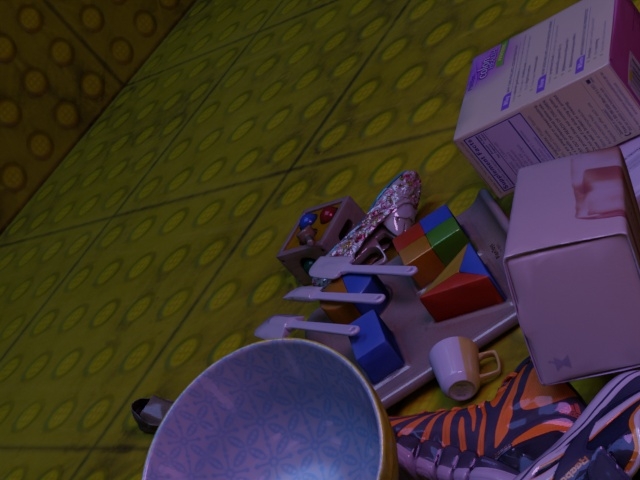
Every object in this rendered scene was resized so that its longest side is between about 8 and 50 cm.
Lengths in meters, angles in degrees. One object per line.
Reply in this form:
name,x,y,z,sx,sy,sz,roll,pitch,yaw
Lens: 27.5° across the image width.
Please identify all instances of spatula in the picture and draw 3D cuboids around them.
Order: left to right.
spatula,0.018,0.082,1.793,0.168,0.019,0.242,-44,24,-26

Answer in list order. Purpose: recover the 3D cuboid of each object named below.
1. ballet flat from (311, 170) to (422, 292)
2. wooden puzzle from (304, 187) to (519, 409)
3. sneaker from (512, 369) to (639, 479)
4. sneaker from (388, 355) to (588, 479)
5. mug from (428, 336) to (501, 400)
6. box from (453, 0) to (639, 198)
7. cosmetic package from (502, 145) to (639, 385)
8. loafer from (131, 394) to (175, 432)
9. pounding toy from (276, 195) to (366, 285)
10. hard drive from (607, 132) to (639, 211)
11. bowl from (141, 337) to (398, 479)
ballet flat,0.087,0.002,1.970,0.241,0.091,0.077,-49,54,-5
wooden puzzle,0.116,0.082,1.760,0.348,0.080,0.322,-38,24,9
sneaker,0.258,0.245,1.202,0.321,0.126,0.127,-49,19,-20
sneaker,0.172,0.212,1.428,0.321,0.124,0.180,8,49,47
mug,0.172,0.155,1.577,0.078,0.062,0.064,-40,30,22
box,0.324,-0.204,1.782,0.243,0.117,0.213,-25,29,32
cosmetic package,0.284,0.018,1.413,0.129,0.153,0.296,-13,19,17
loafer,-0.251,0.272,2.038,0.148,0.050,0.056,-13,37,48
pounding toy,0.000,0.000,2.055,0.130,0.100,0.141,-16,34,46
hard drive,0.396,-0.121,1.726,0.203,0.040,0.307,-37,24,12
bowl,-0.029,0.263,1.375,0.289,0.156,0.289,-16,54,24
